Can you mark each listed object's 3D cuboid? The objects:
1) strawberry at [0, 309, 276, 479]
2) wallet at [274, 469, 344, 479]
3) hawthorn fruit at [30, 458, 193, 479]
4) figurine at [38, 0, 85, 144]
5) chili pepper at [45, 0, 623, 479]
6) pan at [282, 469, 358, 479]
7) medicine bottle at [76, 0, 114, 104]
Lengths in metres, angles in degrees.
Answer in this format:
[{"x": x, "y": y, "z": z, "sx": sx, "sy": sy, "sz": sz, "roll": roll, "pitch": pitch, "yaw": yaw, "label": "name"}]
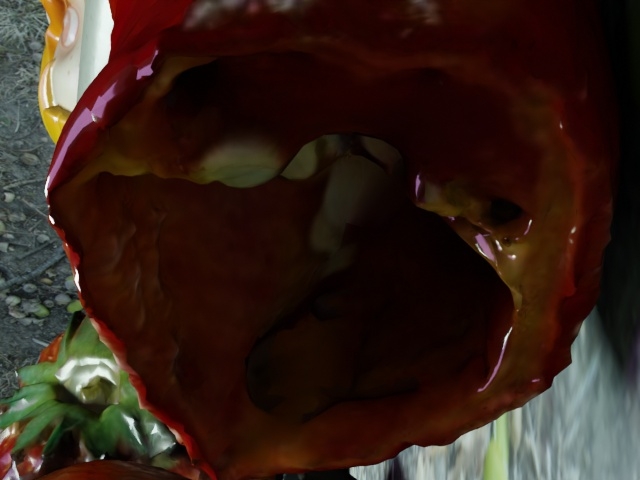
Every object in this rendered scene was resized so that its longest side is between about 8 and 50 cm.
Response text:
[{"x": -0.143, "y": 0.208, "z": 1.326, "sx": 0.238, "sy": 0.250, "sz": 0.288, "roll": -106, "pitch": -8, "yaw": -54, "label": "strawberry"}, {"x": -0.009, "y": 0.116, "z": 0.984, "sx": 0.244, "sy": 0.025, "sz": 0.124, "roll": 109, "pitch": 163, "yaw": -73, "label": "wallet"}, {"x": -0.112, "y": 0.258, "z": 0.911, "sx": 0.330, "sy": 0.287, "sz": 0.287, "roll": 154, "pitch": 120, "yaw": -61, "label": "hawthorn fruit"}, {"x": -0.108, "y": -0.166, "z": 1.288, "sx": 0.320, "sy": 0.196, "sz": 0.323, "roll": 22, "pitch": 102, "yaw": 42, "label": "figurine"}, {"x": -0.003, "y": -0.095, "z": 0.462, "sx": 0.338, "sy": 0.131, "sz": 0.134, "roll": -100, "pitch": -12, "yaw": -52, "label": "chili pepper"}, {"x": 0.005, "y": 0.189, "z": 0.669, "sx": 0.128, "sy": 0.048, "sz": 0.202, "roll": 99, "pitch": 173, "yaw": -59, "label": "pan"}, {"x": -0.041, "y": -0.170, "z": 0.790, "sx": 0.282, "sy": 0.123, "sz": 0.375, "roll": -84, "pitch": 6, "yaw": -49, "label": "medicine bottle"}]
